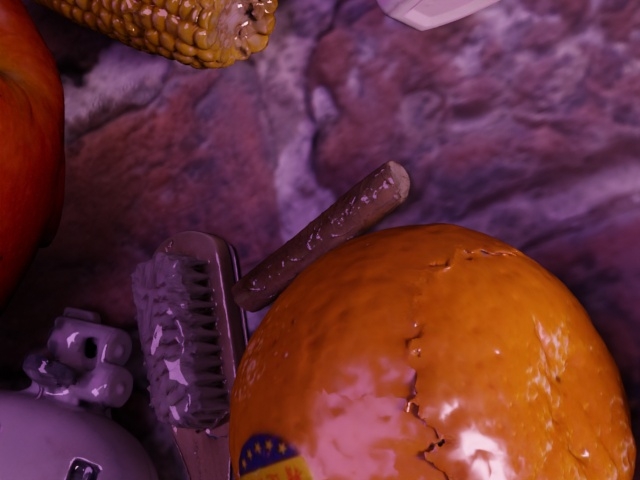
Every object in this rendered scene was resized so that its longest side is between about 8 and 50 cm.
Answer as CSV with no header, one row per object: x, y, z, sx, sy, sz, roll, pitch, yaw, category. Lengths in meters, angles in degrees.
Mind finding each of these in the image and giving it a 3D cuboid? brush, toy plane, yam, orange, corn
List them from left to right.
-0.219,0.163,0.815,0.252,0.118,0.252,-13,61,25,toy plane
-0.164,-0.208,0.820,0.318,0.115,0.115,32,103,29,corn
-0.080,0.152,0.758,0.070,0.065,0.327,-15,78,29,brush
0.000,0.000,0.735,0.145,0.032,0.032,-38,67,25,yam
0.056,0.102,0.581,0.193,0.219,0.219,-36,64,56,orange

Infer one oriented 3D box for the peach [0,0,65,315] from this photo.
-0.343,-0.052,0.794,0.335,0.310,0.406,57,132,42,peach

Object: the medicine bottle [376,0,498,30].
0.065,-0.249,0.688,0.115,0.078,0.219,-25,73,31,medicine bottle
